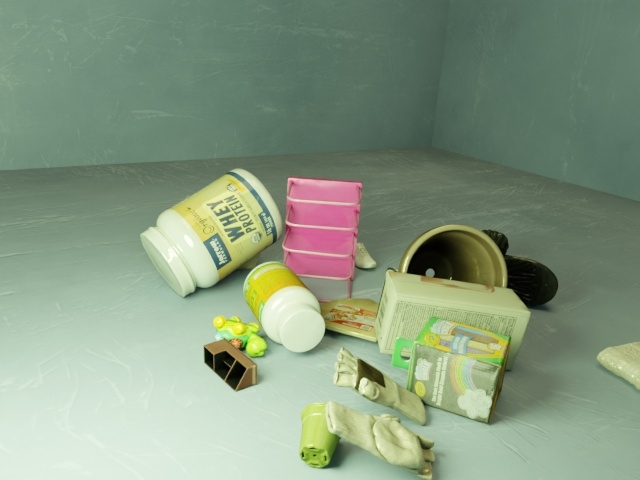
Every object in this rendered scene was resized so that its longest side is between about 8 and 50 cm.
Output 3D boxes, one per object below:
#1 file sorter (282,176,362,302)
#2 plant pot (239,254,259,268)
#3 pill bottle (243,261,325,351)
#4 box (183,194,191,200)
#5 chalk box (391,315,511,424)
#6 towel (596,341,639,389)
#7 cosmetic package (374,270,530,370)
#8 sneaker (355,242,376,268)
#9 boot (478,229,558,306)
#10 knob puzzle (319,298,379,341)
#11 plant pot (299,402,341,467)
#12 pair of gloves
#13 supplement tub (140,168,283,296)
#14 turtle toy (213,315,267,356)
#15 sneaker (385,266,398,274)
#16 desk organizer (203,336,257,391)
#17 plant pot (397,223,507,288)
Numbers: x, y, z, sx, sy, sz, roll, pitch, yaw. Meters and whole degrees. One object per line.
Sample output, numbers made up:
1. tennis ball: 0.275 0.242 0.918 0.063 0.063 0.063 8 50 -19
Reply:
1. file sorter: 0.000 0.000 1.587 0.202 0.291 0.182 4 22 1
2. plant pot: -0.230 0.027 1.748 0.108 0.096 0.109 0 19 -13
3. pill bottle: -0.081 0.152 1.355 0.136 0.137 0.245 -4 20 -22
4. box: -0.339 -0.052 1.916 0.231 0.127 0.262 2 18 0
5. chalk box: 0.248 0.243 1.170 0.213 0.133 0.132 14 22 23
6. towel: 0.781 0.280 1.306 0.282 0.049 0.187 -4 20 -22
7. cosmetic package: 0.280 0.174 1.306 0.296 0.153 0.129 10 20 -5
8. sneaker: 0.121 0.043 1.835 0.053 0.061 0.152 -5 22 -30
9. boot: 0.529 0.067 1.742 0.347 0.131 0.260 14 21 27
10. knob puzzle: 0.086 0.189 1.446 0.213 0.030 0.213 3 19 -1
11. plant pot: -0.001 0.326 0.977 0.083 0.083 0.079 8 32 10
12. pair of gloves: 0.107 0.290 1.017 0.204 0.042 0.240 31 19 -6
13. supplement tub: -0.280 -0.020 1.550 0.316 0.228 0.228 -36 37 -23
14. turtle toy: -0.172 0.207 1.282 0.130 0.066 0.095 15 -2 22
15. sneaker: 0.235 0.108 1.717 0.043 0.040 0.109 8 14 -47
16. desk organizer: -0.182 0.248 1.195 0.050 0.047 0.130 -14 26 -36
17. plant pot: 0.305 0.088 1.504 0.262 0.263 0.229 2 2 -6
